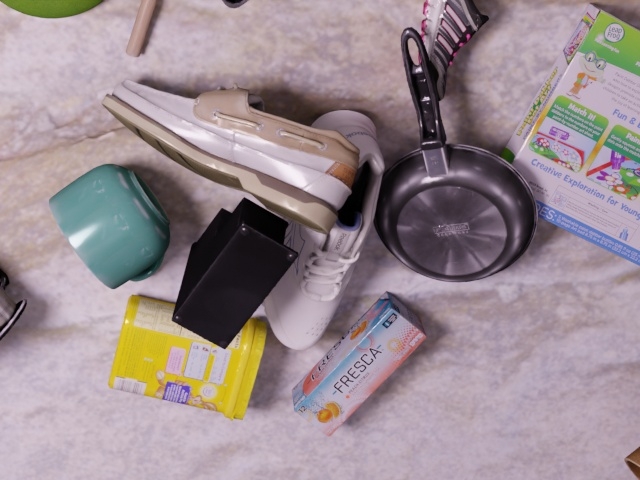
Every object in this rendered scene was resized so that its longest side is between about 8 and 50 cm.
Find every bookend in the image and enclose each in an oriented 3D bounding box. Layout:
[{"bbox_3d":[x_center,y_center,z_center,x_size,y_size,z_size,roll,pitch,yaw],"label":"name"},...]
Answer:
[{"bbox_3d":[-0.090,0.012,1.446,0.072,0.157,0.156,30,119,-15],"label":"bookend"}]

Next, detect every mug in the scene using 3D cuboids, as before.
[{"bbox_3d":[-0.231,-0.022,1.465,0.097,0.158,0.129,-35,86,2],"label":"mug"}]

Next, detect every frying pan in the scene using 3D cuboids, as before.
[{"bbox_3d":[0.164,-0.075,1.462,0.197,0.053,0.326,11,128,4],"label":"frying pan"}]

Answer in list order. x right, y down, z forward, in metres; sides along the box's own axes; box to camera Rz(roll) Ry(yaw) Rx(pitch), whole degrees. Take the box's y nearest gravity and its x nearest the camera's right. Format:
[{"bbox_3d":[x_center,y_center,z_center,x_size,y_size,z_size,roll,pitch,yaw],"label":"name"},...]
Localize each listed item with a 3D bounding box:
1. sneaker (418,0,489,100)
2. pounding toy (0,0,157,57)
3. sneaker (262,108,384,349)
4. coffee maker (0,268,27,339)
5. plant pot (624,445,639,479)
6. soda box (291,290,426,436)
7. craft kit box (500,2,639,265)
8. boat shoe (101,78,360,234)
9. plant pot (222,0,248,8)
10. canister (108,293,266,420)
[{"bbox_3d":[0.151,-0.236,1.438,0.075,0.063,0.170,6,105,0],"label":"sneaker"},{"bbox_3d":[-0.269,-0.307,1.354,0.237,0.110,0.183,24,107,-12],"label":"pounding toy"},{"bbox_3d":[0.000,0.000,1.480,0.111,0.129,0.297,8,112,-15],"label":"sneaker"},{"bbox_3d":[-0.462,0.064,1.472,0.171,0.120,0.178,-36,109,10],"label":"coffee maker"},{"bbox_3d":[0.554,0.267,1.591,0.254,0.237,0.237,-46,108,-2],"label":"plant pot"},{"bbox_3d":[0.046,0.153,1.579,0.063,0.058,0.183,39,102,-17],"label":"soda box"},{"bbox_3d":[0.363,-0.115,1.508,0.250,0.061,0.246,25,109,-13],"label":"craft kit box"},{"bbox_3d":[-0.097,-0.116,1.413,0.302,0.113,0.103,27,84,14],"label":"boat shoe"},{"bbox_3d":[-0.071,-0.378,1.313,0.187,0.167,0.188,-34,109,9],"label":"plant pot"},{"bbox_3d":[-0.163,0.140,1.550,0.170,0.073,0.126,14,109,-8],"label":"canister"}]
